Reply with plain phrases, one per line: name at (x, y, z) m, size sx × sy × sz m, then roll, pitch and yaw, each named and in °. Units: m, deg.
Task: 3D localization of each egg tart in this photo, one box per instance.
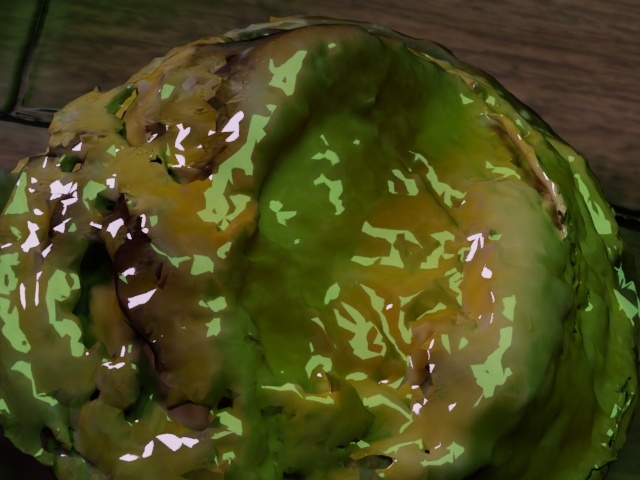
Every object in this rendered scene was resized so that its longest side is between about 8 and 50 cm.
egg tart at (0.000, 0.000, 0.629) m, size 0.297 × 0.132 × 0.297 m, roll 7°, pitch 52°, yaw -9°
